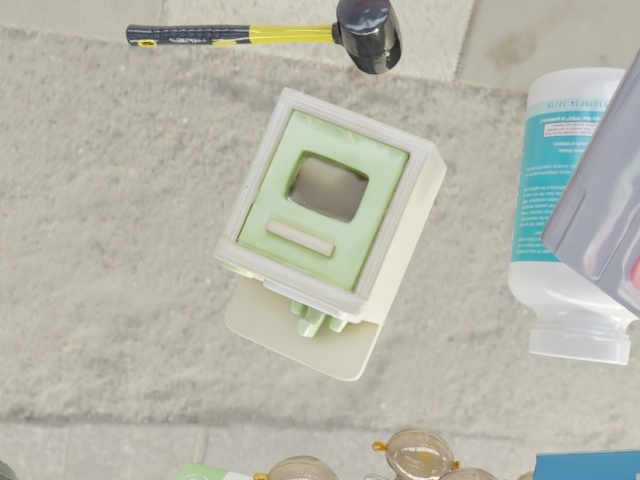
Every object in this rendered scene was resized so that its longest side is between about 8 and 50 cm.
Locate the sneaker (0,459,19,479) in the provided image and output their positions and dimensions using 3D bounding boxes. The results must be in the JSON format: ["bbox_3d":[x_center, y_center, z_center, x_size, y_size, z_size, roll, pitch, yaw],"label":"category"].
[{"bbox_3d":[-0.333,0.245,0.865,0.125,0.140,0.341,-30,155,-2],"label":"sneaker"}]

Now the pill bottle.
[{"bbox_3d":[0.256,-0.019,0.992,0.146,0.146,0.264,9,84,-11],"label":"pill bottle"}]

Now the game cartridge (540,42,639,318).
[{"bbox_3d":[0.284,-0.005,0.624,0.060,0.294,0.196,-1,123,-48],"label":"game cartridge"}]

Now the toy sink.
[{"bbox_3d":[0.000,0.000,0.984,0.152,0.131,0.234,23,89,14],"label":"toy sink"}]

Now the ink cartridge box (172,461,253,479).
[{"bbox_3d":[-0.053,0.399,1.232,0.353,0.207,0.119,6,128,29],"label":"ink cartridge box"}]

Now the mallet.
[{"bbox_3d":[-0.040,-0.142,0.697,0.189,0.039,0.062,4,162,6],"label":"mallet"}]

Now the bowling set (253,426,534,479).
[{"bbox_3d":[0.096,0.194,0.738,0.287,0.200,0.154,16,110,3],"label":"bowling set"}]

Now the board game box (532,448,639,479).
[{"bbox_3d":[0.160,0.246,0.447,0.097,0.303,0.224,27,157,-19],"label":"board game box"}]
